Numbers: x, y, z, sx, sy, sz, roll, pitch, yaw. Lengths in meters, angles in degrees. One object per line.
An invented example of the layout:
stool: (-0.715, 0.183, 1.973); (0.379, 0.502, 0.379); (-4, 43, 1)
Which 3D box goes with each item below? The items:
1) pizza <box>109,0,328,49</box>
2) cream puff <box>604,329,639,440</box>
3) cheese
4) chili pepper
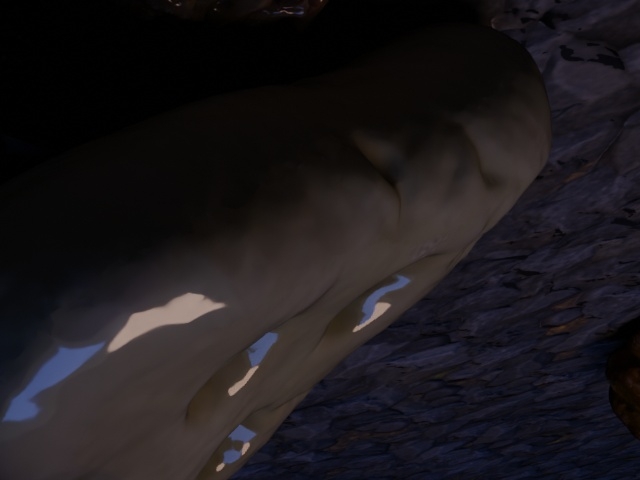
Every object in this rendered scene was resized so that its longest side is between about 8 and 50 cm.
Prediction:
pizza: (-0.069, -0.136, 0.445); (0.195, 0.052, 0.185); (-9, 153, -11)
cream puff: (0.486, 0.166, 1.302); (0.268, 0.155, 0.241); (-7, 151, 1)
cheese: (-0.029, -0.002, 0.492); (0.351, 0.129, 0.328); (-44, 165, 1)
chili pepper: (-0.163, -0.077, 0.507); (0.278, 0.065, 0.122); (17, 162, -41)
